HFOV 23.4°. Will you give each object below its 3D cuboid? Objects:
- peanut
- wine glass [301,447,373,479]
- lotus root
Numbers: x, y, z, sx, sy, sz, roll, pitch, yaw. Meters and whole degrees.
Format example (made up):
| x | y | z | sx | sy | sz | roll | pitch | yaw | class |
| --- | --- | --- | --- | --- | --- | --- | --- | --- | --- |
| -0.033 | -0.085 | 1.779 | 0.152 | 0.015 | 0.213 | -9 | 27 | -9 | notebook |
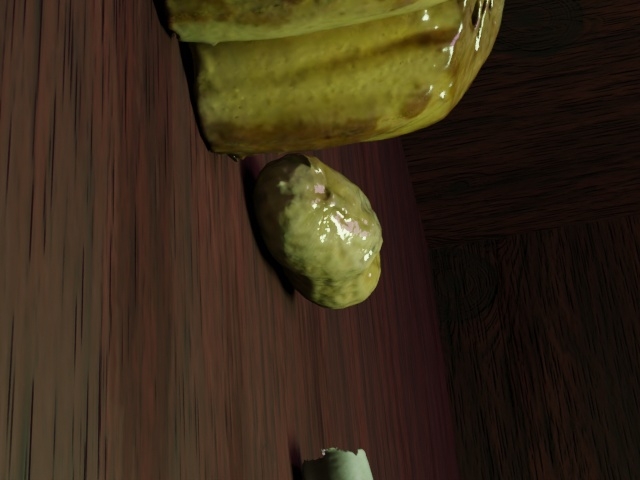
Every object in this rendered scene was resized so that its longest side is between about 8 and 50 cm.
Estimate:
| x | y | z | sx | sy | sz | roll | pitch | yaw | class |
| --- | --- | --- | --- | --- | --- | --- | --- | --- | --- |
| 0.000 | 0.000 | 1.242 | 0.214 | 0.099 | 0.100 | 78 | 4 | -67 | peanut |
| 0.027 | 0.278 | 1.142 | 0.074 | 0.074 | 0.262 | 60 | 21 | -71 | wine glass |
| 0.003 | -0.197 | 1.043 | 0.316 | 0.250 | 0.316 | 0 | 90 | -79 | lotus root |
